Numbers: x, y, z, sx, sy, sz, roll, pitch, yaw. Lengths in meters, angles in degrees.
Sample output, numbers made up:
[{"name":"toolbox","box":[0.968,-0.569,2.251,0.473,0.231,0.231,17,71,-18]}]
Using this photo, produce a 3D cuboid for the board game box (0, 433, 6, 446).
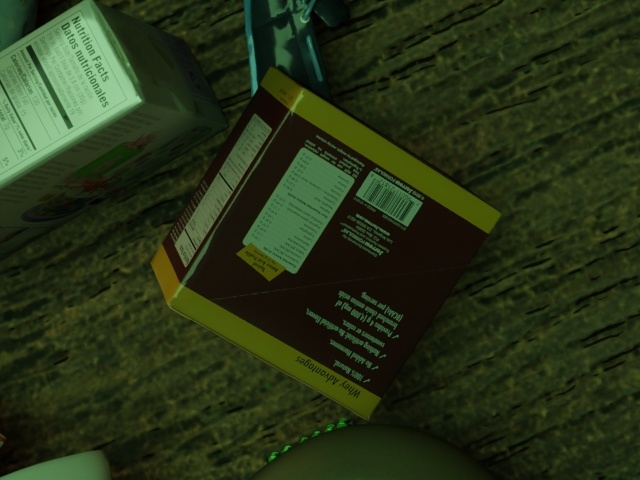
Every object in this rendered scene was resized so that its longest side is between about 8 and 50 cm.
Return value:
[{"name":"board game box","box":[-0.377,0.187,1.345,0.193,0.045,0.147,20,70,39]}]

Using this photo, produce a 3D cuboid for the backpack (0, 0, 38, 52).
[{"name":"backpack","box":[-0.410,-0.224,1.328,0.355,0.290,0.273,-6,95,6]}]

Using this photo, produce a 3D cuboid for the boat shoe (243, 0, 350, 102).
[{"name":"boat shoe","box":[-0.015,-0.186,1.321,0.089,0.109,0.258,-3,104,6]}]

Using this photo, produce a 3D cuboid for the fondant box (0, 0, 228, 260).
[{"name":"fondant box","box":[-0.262,-0.060,1.289,0.330,0.238,0.096,-28,84,11]}]

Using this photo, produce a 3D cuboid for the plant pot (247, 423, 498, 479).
[{"name":"plant pot","box":[0.045,0.253,1.218,0.284,0.191,0.284,3,116,6]}]

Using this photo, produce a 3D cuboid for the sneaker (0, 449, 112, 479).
[{"name":"sneaker","box":[-0.271,0.321,1.197,0.322,0.130,0.236,-23,86,-24]}]

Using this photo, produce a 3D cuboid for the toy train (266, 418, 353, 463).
[{"name":"toy train","box":[-0.007,0.177,1.339,0.083,0.017,0.024,-27,93,11]}]

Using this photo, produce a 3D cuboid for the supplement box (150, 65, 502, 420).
[{"name":"supplement box","box":[0.000,0.000,1.248,0.191,0.129,0.194,31,96,-17]}]
